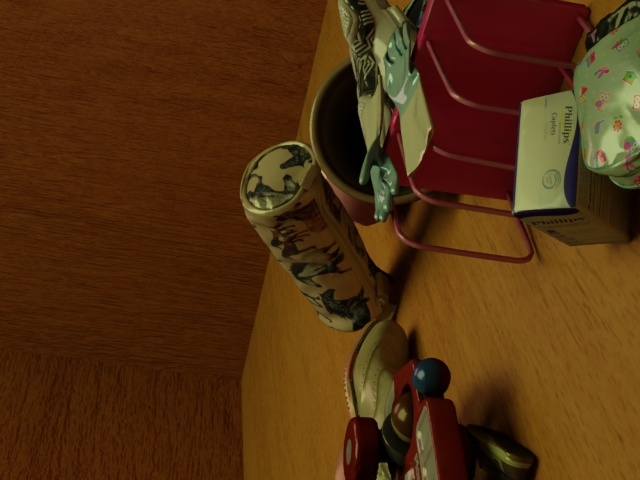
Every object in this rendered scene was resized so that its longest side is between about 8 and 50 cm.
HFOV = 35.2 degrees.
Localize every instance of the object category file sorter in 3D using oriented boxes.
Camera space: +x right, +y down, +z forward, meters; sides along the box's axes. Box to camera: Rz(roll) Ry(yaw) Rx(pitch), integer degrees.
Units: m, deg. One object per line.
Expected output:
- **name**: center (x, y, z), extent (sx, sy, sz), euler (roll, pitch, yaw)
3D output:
- **file sorter**: center (0.212, -0.140, 1.252), extent (0.182, 0.202, 0.291), euler (-100, 21, -53)

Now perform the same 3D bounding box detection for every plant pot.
- **plant pot**: center (0.120, -0.187, 1.755), extent (0.229, 0.263, 0.263), euler (2, -83, -84)

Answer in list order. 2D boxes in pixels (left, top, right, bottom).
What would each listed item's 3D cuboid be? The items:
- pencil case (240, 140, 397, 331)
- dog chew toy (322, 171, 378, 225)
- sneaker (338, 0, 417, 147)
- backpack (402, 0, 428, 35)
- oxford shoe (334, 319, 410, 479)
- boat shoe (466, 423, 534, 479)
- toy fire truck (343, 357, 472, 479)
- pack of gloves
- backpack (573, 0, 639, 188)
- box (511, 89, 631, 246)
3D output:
- **pencil case**: center (0.000, 0.000, 1.851), extent (0.410, 0.183, 0.160), euler (58, -133, -44)
- **dog chew toy**: center (0.089, -0.202, 2.009), extent (0.206, 0.206, 0.332), euler (-165, 92, -80)
- **sneaker**: center (0.151, -0.282, 1.558), extent (0.137, 0.210, 0.366), euler (61, -162, -72)
- **backpack**: center (0.181, -0.351, 1.835), extent (0.158, 0.117, 0.173), euler (137, 154, -71)
- **oxford shoe**: center (0.127, 0.277, 1.659), extent (0.146, 0.140, 0.397), euler (-33, 34, 33)
- **boat shoe**: center (0.216, 0.268, 1.261), extent (0.152, 0.056, 0.049), euler (-158, 82, -79)
- **toy fire truck**: center (0.136, 0.290, 1.330), extent (0.302, 0.169, 0.254), euler (-92, 12, -44)
- **pack of gloves**: center (0.078, -0.153, 1.290), extent (0.195, 0.046, 0.232), euler (110, 160, -47)
- **backpack**: center (0.307, -0.131, 0.940), extent (0.152, 0.115, 0.182), euler (139, 135, -62)
- **box**: center (0.264, -0.071, 1.044), extent (0.072, 0.137, 0.126), euler (-5, 72, 39)
